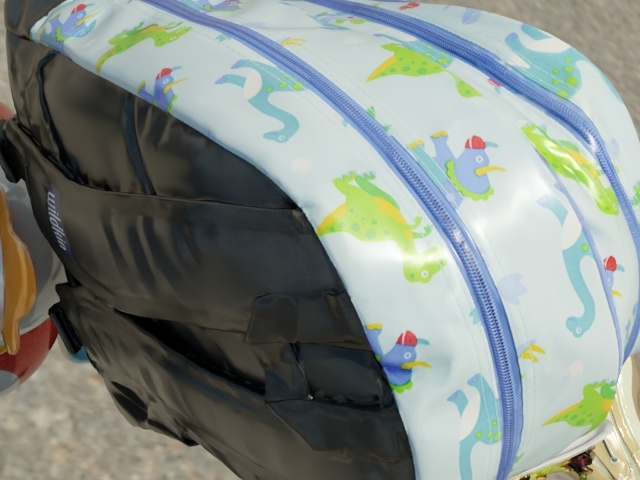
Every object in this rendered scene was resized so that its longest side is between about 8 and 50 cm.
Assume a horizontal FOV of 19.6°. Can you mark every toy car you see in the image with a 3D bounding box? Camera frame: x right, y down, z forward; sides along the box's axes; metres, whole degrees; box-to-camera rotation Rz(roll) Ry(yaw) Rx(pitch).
[{"bbox_3d":[-0.212,0.021,1.147,0.238,0.219,0.210,-148,55,-66],"label":"toy car"}]

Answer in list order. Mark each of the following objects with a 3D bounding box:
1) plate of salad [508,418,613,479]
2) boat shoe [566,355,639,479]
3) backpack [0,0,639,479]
[{"bbox_3d":[0.067,0.133,1.029,0.200,0.200,0.048,-12,91,22],"label":"plate of salad"},{"bbox_3d":[0.186,0.143,1.251,0.072,0.068,0.190,-13,78,-23],"label":"boat shoe"},{"bbox_3d":[0.000,0.000,0.921,0.273,0.355,0.290,-18,108,-11],"label":"backpack"}]
